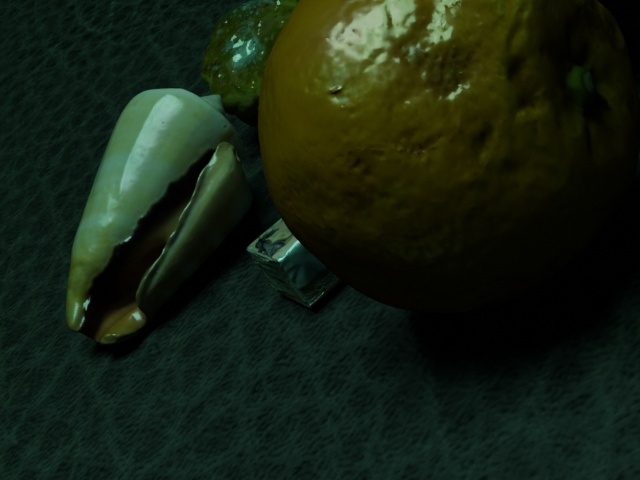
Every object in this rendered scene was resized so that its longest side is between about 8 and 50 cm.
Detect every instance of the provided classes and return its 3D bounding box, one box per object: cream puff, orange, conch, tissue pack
[{"bbox_3d":[-0.043,-0.167,1.486,0.146,0.116,0.146,-17,56,27],"label":"cream puff"},{"bbox_3d":[0.085,-0.081,1.011,0.261,0.261,0.261,-27,27,15],"label":"orange"},{"bbox_3d":[-0.141,-0.019,1.361,0.158,0.127,0.255,22,80,26],"label":"conch"},{"bbox_3d":[0.000,0.000,1.195,0.094,0.059,0.074,-41,25,-15],"label":"tissue pack"}]

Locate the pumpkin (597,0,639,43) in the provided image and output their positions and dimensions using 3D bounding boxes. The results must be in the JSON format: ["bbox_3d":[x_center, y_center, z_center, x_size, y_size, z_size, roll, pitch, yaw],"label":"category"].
[{"bbox_3d":[0.152,-0.214,1.231,0.317,0.139,0.222,-44,40,9],"label":"pumpkin"}]
